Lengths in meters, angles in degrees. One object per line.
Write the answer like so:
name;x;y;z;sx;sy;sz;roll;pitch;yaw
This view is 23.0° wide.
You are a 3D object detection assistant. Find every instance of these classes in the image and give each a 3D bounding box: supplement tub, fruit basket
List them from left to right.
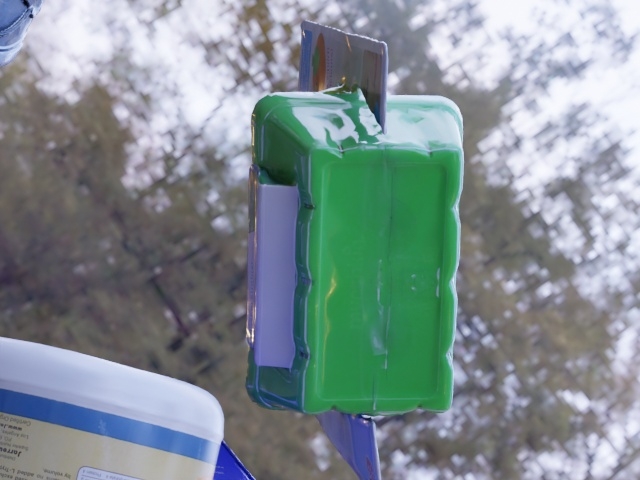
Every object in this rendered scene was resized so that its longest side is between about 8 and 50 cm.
supplement tub;-0.132;0.152;0.708;0.144;0.199;0.144;12;-10;2
fruit basket;0.000;0.000;1.210;0.353;0.165;0.327;-145;-125;-70

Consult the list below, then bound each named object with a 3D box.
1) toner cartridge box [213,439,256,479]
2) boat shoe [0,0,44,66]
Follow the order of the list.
toner cartridge box;-0.148;0.185;1.046;0.165;0.075;0.348;45;13;30
boat shoe;-0.241;-0.210;1.237;0.065;0.183;0.083;28;-59;-14
